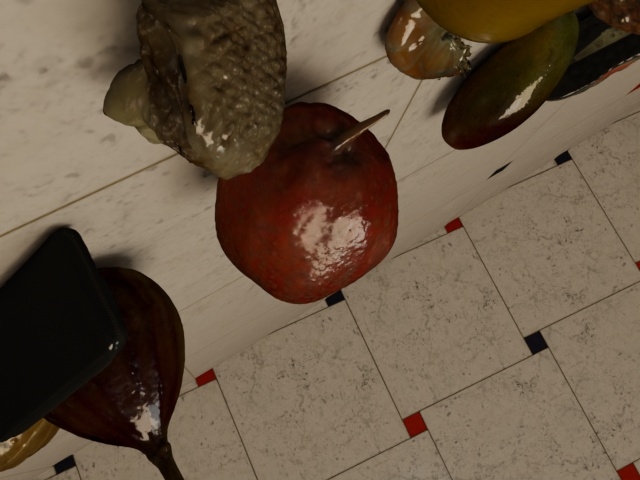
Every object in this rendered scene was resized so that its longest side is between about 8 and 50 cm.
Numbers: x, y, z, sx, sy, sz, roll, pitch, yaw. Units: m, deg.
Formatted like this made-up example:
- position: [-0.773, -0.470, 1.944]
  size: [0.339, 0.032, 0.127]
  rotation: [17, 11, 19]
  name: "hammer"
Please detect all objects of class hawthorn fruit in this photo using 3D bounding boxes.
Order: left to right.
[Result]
- position: [-0.006, -0.056, 0.602]
  size: [0.211, 0.210, 0.262]
  rotation: [-26, 158, -30]
  name: "hawthorn fruit"

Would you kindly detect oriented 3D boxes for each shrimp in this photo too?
- position: [0.148, -0.241, 0.636]
  size: [0.236, 0.053, 0.133]
  rotation: [-7, 132, -57]
  name: "shrimp"

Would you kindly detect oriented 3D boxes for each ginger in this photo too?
- position: [-0.488, 0.257, 0.925]
  size: [0.236, 0.166, 0.375]
  rotation: [-66, -162, -5]
  name: "ginger"

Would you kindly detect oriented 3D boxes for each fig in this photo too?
- position: [-0.237, 0.197, 0.721]
  size: [0.217, 0.320, 0.217]
  rotation: [-36, 172, -5]
  name: "fig"

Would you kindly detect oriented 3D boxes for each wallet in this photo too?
- position: [-0.307, 0.110, 0.599]
  size: [0.250, 0.149, 0.044]
  rotation: [-39, 165, 24]
  name: "wallet"

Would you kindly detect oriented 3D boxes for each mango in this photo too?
- position: [0.281, -0.230, 0.847]
  size: [0.133, 0.111, 0.267]
  rotation: [-7, 149, -41]
  name: "mango"

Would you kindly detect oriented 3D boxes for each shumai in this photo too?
- position: [-0.091, -0.110, 0.380]
  size: [0.116, 0.145, 0.145]
  rotation: [3, -176, 24]
  name: "shumai"

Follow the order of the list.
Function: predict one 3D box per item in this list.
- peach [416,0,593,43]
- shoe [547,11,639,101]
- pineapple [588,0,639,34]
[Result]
- position: [0.171, -0.232, 0.373]
  size: [0.251, 0.153, 0.251]
  rotation: [-19, -162, 6]
  name: "peach"
- position: [0.493, -0.339, 0.935]
  size: [0.337, 0.132, 0.171]
  rotation: [-33, 174, 14]
  name: "shoe"
- position: [0.382, -0.354, 0.568]
  size: [0.158, 0.157, 0.278]
  rotation: [-30, 156, -12]
  name: "pineapple"
